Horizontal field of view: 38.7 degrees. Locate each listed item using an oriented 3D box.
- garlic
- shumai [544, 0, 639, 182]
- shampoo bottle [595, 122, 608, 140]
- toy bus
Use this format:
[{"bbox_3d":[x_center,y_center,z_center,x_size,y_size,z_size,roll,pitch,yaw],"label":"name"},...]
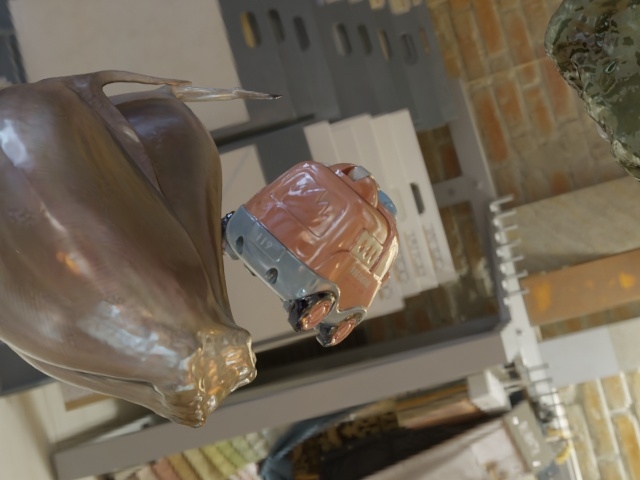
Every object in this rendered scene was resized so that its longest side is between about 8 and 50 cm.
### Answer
[{"bbox_3d":[-0.173,-0.046,0.712,0.231,0.246,0.340,76,14,-54],"label":"garlic"},{"bbox_3d":[0.483,-0.173,1.100,0.398,0.324,0.323,13,60,-33],"label":"shumai"},{"bbox_3d":[0.439,-0.267,1.375,0.051,0.108,0.220,-9,81,-30],"label":"shampoo bottle"},{"bbox_3d":[0.000,0.000,1.293,0.194,0.232,0.288,40,1,24],"label":"toy bus"}]
